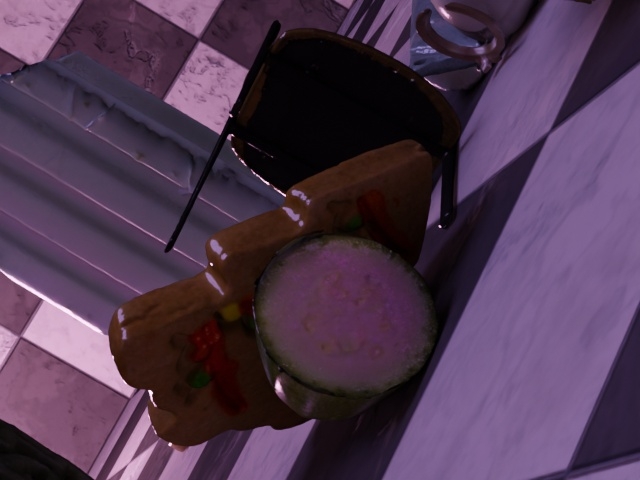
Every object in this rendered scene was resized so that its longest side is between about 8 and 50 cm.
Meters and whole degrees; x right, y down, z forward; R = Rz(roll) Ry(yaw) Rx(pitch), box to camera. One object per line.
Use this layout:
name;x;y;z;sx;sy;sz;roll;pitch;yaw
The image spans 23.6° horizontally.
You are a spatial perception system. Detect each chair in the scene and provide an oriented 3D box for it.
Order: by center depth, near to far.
chair;0.007;-0.066;1.103;0.172;0.158;0.247;-57;8;38

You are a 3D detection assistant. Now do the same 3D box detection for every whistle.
whistle;0.106;-0.182;1.301;0.062;0.062;0.312;-57;6;18

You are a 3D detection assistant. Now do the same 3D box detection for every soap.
soap;-0.262;-0.054;1.824;0.261;0.446;0.156;-58;7;19

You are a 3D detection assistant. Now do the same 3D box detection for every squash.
squash;0.003;0.070;0.877;0.132;0.105;0.105;109;-173;-57

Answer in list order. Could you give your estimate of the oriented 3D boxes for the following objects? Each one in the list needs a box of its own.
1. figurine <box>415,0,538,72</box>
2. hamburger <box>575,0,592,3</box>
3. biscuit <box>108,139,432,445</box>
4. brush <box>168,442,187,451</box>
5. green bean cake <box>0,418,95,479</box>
figurine;0.116;-0.206;1.132;0.132;0.132;0.154;133;154;-63
hamburger;0.129;-0.205;0.709;0.122;0.189;0.215;112;-177;-64
biscuit;-0.014;0.036;0.920;0.239;0.212;0.041;-47;53;12
brush;-0.098;0.106;1.578;0.327;0.065;0.070;-56;10;38
green bean cake;-0.218;0.238;1.076;0.132;0.241;0.255;-55;6;4
